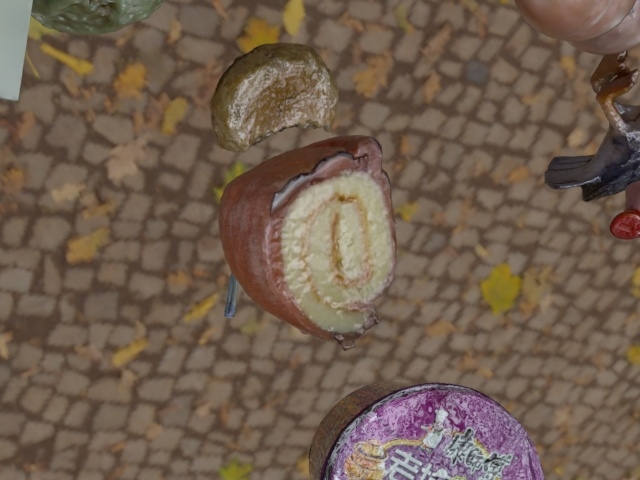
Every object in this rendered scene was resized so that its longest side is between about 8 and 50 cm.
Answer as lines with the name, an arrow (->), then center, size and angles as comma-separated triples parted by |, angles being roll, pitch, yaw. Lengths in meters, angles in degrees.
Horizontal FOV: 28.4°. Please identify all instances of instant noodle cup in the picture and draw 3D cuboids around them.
instant noodle cup -> 0.100, 0.268, 1.415 | 0.251, 0.190, 0.251 | 0, 93, -11

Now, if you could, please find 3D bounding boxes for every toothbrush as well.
toothbrush -> -0.132, 0.032, 1.983 | 0.019, 0.219, 0.016 | -22, 134, 27

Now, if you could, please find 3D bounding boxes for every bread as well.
bread -> -0.011, 0.005, 1.483 | 0.190, 0.123, 0.244 | -20, 114, -22
bread -> -0.040, -0.122, 1.033 | 0.113, 0.060, 0.082 | -13, 116, -28

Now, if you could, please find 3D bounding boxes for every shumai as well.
shumai -> -0.281, -0.366, 1.461 | 0.261, 0.225, 0.222 | -28, 166, 22

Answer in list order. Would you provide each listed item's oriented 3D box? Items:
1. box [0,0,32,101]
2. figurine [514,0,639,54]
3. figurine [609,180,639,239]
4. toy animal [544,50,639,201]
box -> -0.387, -0.277, 1.368 | 0.117, 0.225, 0.225 | 7, 97, -24
figurine -> 0.247, -0.398, 1.292 | 0.248, 0.388, 0.276 | -39, 168, 24
figurine -> 0.356, -0.028, 1.332 | 0.071, 0.083, 0.067 | -51, 170, -46
toy animal -> 0.429, -0.152, 1.667 | 0.185, 0.122, 0.298 | 33, 115, -21
